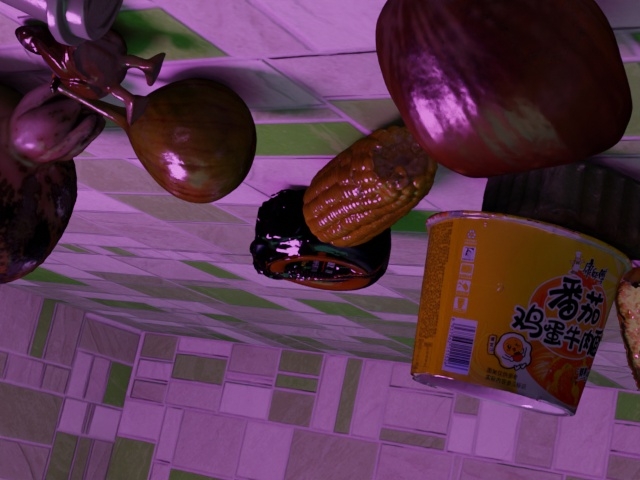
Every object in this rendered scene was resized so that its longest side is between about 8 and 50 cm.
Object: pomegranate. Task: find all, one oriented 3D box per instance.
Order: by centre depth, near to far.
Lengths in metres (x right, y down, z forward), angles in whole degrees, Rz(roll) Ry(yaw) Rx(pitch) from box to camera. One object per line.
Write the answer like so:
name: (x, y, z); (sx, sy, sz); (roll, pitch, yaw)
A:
pomegranate: (-0.412, -0.097, 1.430); (0.341, 0.284, 0.285); (-25, 149, 28)

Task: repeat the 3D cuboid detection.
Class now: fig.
fig: (-0.203, -0.126, 1.312); (0.259, 0.151, 0.151); (9, 167, 10)

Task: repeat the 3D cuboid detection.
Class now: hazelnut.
hazelnut: (0.148, -0.144, 0.907); (0.181, 0.180, 0.212); (-14, -176, -32)

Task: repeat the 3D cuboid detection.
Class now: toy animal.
toy animal: (-0.266, -0.206, 1.190); (0.179, 0.089, 0.188); (26, 174, 7)

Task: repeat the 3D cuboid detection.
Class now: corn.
corn: (0.060, -0.064, 1.411); (0.121, 0.120, 0.363); (15, 169, -13)

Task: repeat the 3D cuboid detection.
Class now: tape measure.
tape measure: (0.000, 0.000, 1.735); (0.223, 0.135, 0.202); (10, 158, -1)

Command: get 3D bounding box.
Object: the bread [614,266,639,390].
bread: (0.540, 0.119, 1.736); (0.129, 0.134, 0.260); (-8, 127, 22)

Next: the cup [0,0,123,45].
cup: (-0.243, -0.238, 0.946); (0.141, 0.120, 0.120); (18, 168, 7)

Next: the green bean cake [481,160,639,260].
green bean cake: (0.306, -0.038, 1.353); (0.173, 0.094, 0.181); (18, 169, -22)

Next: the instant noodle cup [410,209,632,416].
instant noodle cup: (0.233, 0.095, 1.349); (0.264, 0.200, 0.264); (14, 169, 3)
